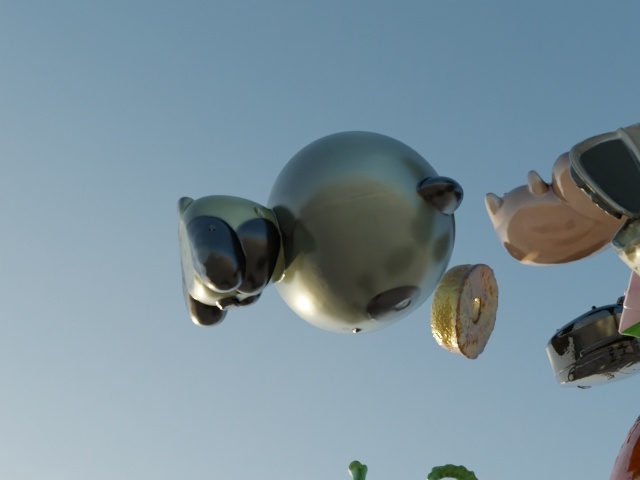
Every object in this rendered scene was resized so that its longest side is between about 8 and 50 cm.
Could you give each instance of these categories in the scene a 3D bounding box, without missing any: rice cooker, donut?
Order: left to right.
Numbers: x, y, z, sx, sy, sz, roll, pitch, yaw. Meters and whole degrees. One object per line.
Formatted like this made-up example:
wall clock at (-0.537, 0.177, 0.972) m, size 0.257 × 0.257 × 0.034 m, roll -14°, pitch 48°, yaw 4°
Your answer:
donut at (0.220, 0.105, 1.413) m, size 0.058 × 0.152 × 0.152 m, roll 6°, pitch -48°, yaw 36°
rice cooker at (0.407, 0.157, 1.342) m, size 0.112 × 0.106 × 0.165 m, roll 9°, pitch -40°, yaw -37°

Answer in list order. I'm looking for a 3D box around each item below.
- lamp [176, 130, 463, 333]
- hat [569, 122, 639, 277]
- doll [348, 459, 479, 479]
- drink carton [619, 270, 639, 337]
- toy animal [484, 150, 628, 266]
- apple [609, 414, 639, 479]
lamp at (0.000, 0.000, 0.817) m, size 0.243 × 0.198 × 0.198 m, roll -13°, pitch -53°, yaw -17°
hat at (0.338, -0.050, 0.752) m, size 0.232 × 0.275 × 0.161 m, roll -26°, pitch -59°, yaw 20°
doll at (0.068, 0.244, 0.828) m, size 0.190 × 0.115 × 0.050 m, roll 0°, pitch -47°, yaw -16°
drink carton at (0.471, 0.063, 0.975) m, size 0.271 × 0.161 × 0.108 m, roll 16°, pitch -70°, yaw 24°
toy animal at (0.366, -0.050, 1.325) m, size 0.250 × 0.166 × 0.154 m, roll -33°, pitch -101°, yaw 34°
apple at (0.294, 0.191, 0.597) m, size 0.210 × 0.173 × 0.235 m, roll 1°, pitch -85°, yaw -33°
